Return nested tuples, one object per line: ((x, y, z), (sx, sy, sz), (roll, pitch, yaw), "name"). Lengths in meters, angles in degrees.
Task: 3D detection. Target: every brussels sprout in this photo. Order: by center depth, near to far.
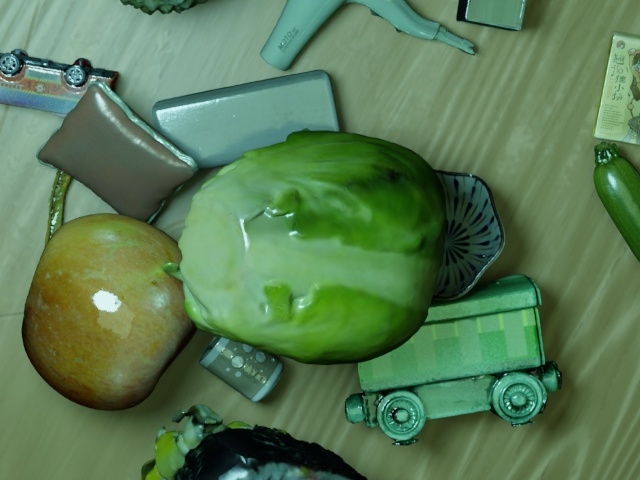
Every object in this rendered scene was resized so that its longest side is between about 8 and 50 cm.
((0.000, 0.000, 1.779), (0.314, 0.371, 0.276), (30, 117, 23), "brussels sprout")

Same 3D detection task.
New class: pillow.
((-0.263, -0.110, 1.881), (0.179, 0.075, 0.171), (38, 132, -11), "pillow")

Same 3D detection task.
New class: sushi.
((-0.089, 0.388, 1.901), (0.328, 0.285, 0.328), (6, 103, -25), "sushi")

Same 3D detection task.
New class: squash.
((0.444, -0.020, 1.966), (0.069, 0.069, 0.258), (-36, 97, 2), "squash")

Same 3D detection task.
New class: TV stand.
((0.246, -0.418, 1.897), (0.082, 0.088, 0.270), (11, 96, -3), "TV stand")

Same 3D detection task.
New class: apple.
((-0.280, 0.090, 1.868), (0.253, 0.253, 0.254), (0, 97, -3), "apple")

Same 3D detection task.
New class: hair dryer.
((0.045, -0.277, 1.920), (0.229, 0.092, 0.267), (-38, 107, 10), "hair dryer")

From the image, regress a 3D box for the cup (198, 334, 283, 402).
((-0.101, 0.160, 1.969), (0.099, 0.102, 0.074), (38, 132, -8), "cup")

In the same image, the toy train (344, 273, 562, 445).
((0.174, 0.163, 1.951), (0.300, 0.120, 0.202), (-9, 94, -1), "toy train")

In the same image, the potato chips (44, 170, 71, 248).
((-0.354, -0.032, 1.948), (0.037, 0.026, 0.204), (12, 96, -18), "potato chips")

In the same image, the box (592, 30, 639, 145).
((0.421, -0.208, 1.965), (0.073, 0.020, 0.149), (9, 96, -3), "box")

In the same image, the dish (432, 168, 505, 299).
((0.166, -0.002, 1.938), (0.190, 0.066, 0.191), (-7, 72, 22), "dish")

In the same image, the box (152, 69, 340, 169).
((-0.099, -0.159, 1.929), (0.243, 0.055, 0.103), (-11, 98, -1), "box")

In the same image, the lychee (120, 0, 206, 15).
((-0.199, -0.414, 1.801), (0.255, 0.274, 0.255), (10, 121, 18), "lychee")

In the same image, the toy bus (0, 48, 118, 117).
((-0.369, -0.209, 1.908), (0.192, 0.065, 0.077), (9, 107, -3), "toy bus")
